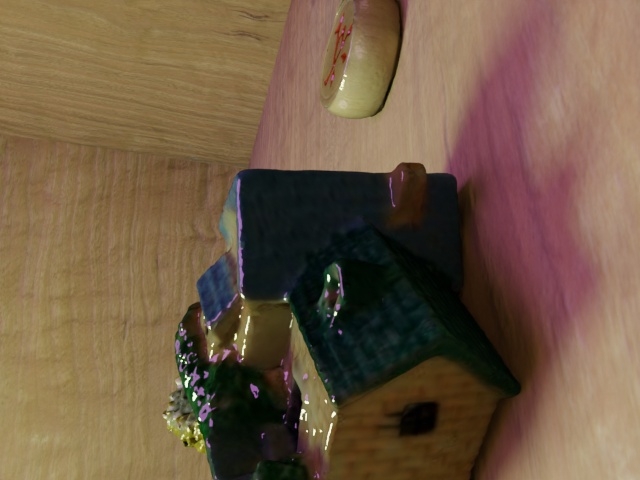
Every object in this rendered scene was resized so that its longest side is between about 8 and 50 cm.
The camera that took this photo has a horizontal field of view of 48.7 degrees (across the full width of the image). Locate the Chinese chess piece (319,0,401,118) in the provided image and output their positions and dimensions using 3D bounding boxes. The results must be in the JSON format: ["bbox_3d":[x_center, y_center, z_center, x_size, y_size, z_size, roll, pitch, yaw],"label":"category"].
[{"bbox_3d":[0.076,-0.362,1.381,0.250,0.103,0.250,-171,90,-77],"label":"Chinese chess piece"}]

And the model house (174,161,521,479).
[{"bbox_3d":[0.021,0.094,0.834,0.382,0.334,0.343,-119,34,-54],"label":"model house"}]

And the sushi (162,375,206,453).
[{"bbox_3d":[-0.155,0.284,1.514,0.351,0.240,0.397,-14,47,60],"label":"sushi"}]
